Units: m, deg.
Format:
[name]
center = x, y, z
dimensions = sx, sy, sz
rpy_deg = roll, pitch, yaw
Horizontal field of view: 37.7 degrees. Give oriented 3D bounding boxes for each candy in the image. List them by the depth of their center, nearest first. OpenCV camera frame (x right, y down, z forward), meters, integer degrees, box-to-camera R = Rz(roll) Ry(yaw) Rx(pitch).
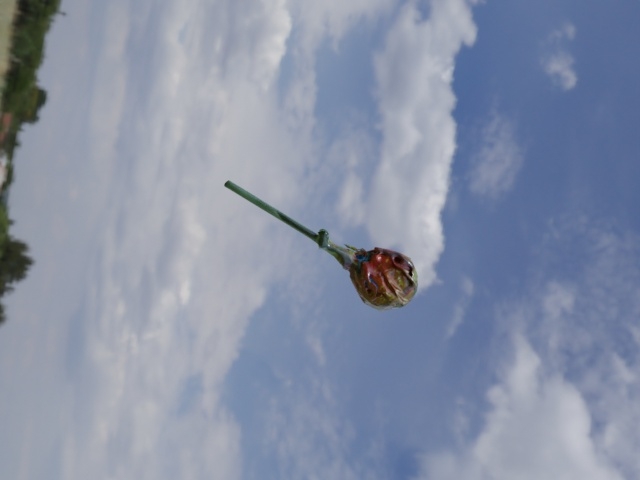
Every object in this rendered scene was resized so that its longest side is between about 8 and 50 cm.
[candy]
center = 0.000, 0.000, 0.848
dimensions = 0.060, 0.201, 0.060
rpy_deg = -57, -171, 14
